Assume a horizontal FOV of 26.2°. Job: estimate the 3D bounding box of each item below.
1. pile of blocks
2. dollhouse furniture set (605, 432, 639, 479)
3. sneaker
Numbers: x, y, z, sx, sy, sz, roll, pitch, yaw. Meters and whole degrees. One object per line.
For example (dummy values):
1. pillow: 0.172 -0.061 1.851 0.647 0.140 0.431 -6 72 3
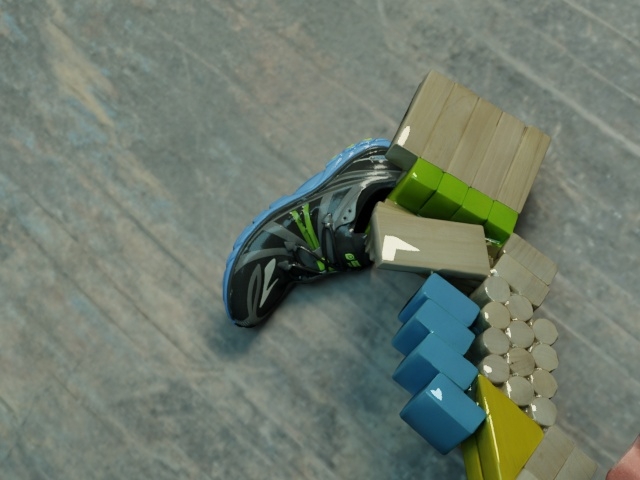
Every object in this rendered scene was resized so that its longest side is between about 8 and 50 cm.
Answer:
1. pile of blocks: 0.087 0.060 0.962 0.149 0.112 0.362 10 57 -20
2. dollhouse furniture set: 0.329 0.157 0.813 0.374 0.152 0.201 0 58 17
3. sneaker: 0.000 0.000 1.061 0.188 0.067 0.078 -41 57 -1
